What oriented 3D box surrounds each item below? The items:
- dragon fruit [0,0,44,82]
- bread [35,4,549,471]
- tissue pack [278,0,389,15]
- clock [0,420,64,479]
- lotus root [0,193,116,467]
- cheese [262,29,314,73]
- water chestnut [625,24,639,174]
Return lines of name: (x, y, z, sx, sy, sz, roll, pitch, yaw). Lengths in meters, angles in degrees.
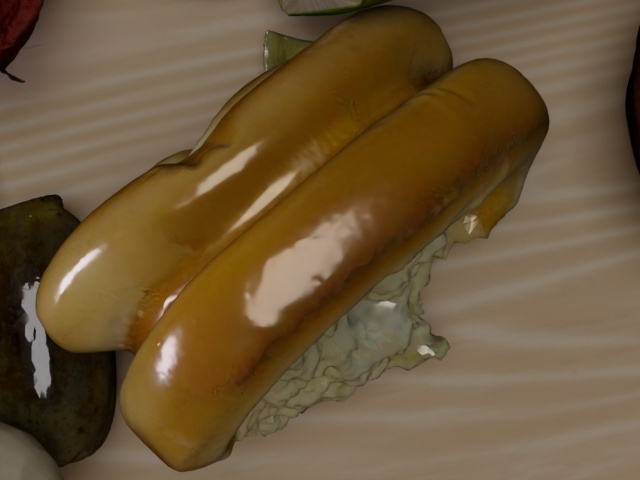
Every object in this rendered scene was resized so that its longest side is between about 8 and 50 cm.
dragon fruit: (-0.337, -0.249, 0.999, 0.244, 0.244, 0.299, -26, 50, -1)
bread: (-0.008, -0.002, 0.996, 0.424, 0.329, 0.245, -42, 63, -11)
tissue pack: (0.099, -0.301, 0.980, 0.274, 0.200, 0.167, -23, 106, -16)
clock: (-0.395, 0.254, 0.986, 0.326, 0.184, 0.342, 31, 109, 10)
lotus root: (-0.243, 0.082, 1.051, 0.124, 0.123, 0.241, -8, 93, -11)
cheese: (-0.012, -0.158, 1.099, 0.084, 0.041, 0.060, 2, 83, 1)
water chestnut: (0.425, -0.120, 0.978, 0.350, 0.302, 0.350, 0, 86, -4)
